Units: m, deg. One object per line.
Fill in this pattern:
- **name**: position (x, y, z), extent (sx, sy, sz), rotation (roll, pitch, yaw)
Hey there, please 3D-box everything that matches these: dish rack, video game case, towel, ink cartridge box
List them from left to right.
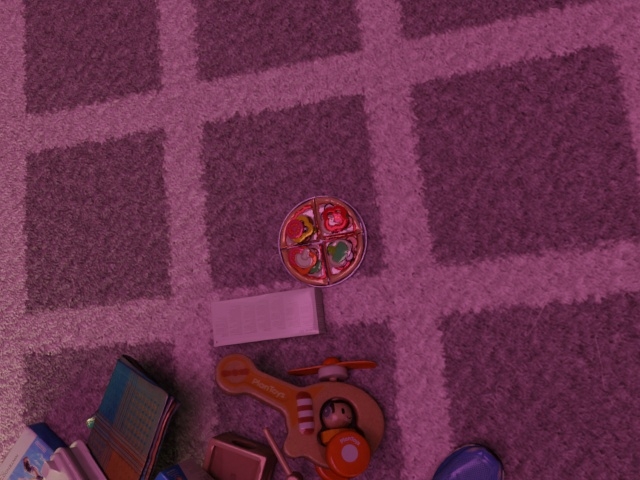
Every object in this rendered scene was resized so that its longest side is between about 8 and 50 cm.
- **video game case**: position (-0.631, 0.599, 1.473), extent (0.269, 0.061, 0.244), rotation (35, 94, 18)
- **dish rack**: position (-0.514, 0.586, 1.284), extent (0.332, 0.072, 0.286), rotation (22, 90, 49)
- **towel**: position (-0.411, 0.444, 1.313), extent (0.271, 0.040, 0.370), rotation (17, 87, 51)
- **ink cartridge box**: position (-0.211, 0.527, 1.217), extent (0.231, 0.134, 0.078), rotation (37, 93, 16)

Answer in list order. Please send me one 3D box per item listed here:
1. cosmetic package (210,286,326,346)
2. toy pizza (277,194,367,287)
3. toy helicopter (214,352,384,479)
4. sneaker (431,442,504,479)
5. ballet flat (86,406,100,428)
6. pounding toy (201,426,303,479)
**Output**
- **cosmetic package**: position (-0.112, 0.165, 1.376), extent (0.238, 0.060, 0.099), rotation (-9, 78, 16)
- **toy pizza**: position (0.000, 0.000, 1.380), extent (0.201, 0.032, 0.201), rotation (-2, 82, 16)
- **toy helicopter**: position (-0.037, 0.308, 1.280), extent (0.355, 0.140, 0.235), rotation (25, 62, 1)
- **sneaker**: position (0.216, 0.518, 1.184), extent (0.129, 0.147, 0.330), rotation (39, 94, 18)
- **ballet flat**: position (-0.439, 0.375, 1.453), extent (0.188, 0.070, 0.070), rotation (-16, 78, 12)
- **pounding toy**: position (-0.126, 0.463, 1.323), extent (0.206, 0.094, 0.181), rotation (14, 86, 16)
